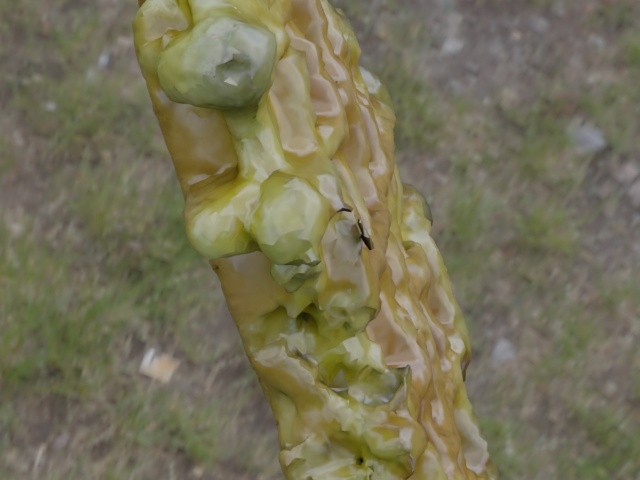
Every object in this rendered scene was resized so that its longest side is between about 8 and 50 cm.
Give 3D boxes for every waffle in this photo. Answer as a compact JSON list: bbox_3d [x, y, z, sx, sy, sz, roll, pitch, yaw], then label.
[{"bbox_3d":[0.003,0.007,0.654,0.058,0.301,0.281,-18,42,8],"label":"waffle"}]
